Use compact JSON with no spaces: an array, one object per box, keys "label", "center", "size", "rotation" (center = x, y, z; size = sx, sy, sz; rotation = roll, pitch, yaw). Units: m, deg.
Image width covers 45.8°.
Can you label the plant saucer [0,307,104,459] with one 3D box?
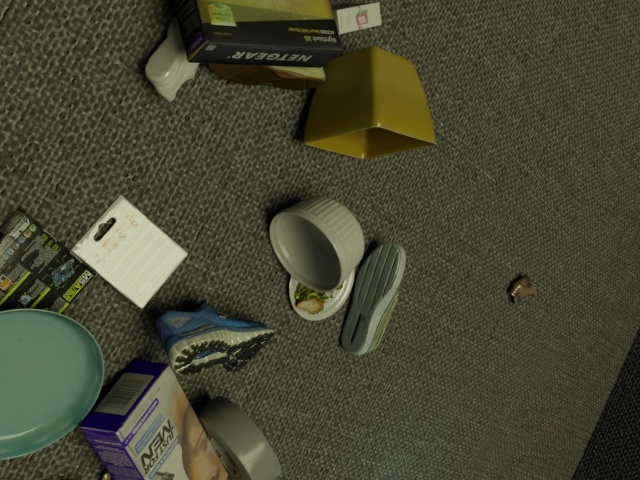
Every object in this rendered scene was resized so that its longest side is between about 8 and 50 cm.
[{"label":"plant saucer","center":[-0.547,0.249,1.340],"size":[0.317,0.044,0.317],"rotation":[-16,123,-26]}]

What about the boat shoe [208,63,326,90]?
[{"label":"boat shoe","center":[-0.108,-0.365,1.518],"size":[0.285,0.104,0.089],"rotation":[1,80,-48]}]

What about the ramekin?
[{"label":"ramekin","center":[0.000,0.000,1.651],"size":[0.109,0.207,0.207],"rotation":[-39,126,-35]}]

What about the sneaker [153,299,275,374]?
[{"label":"sneaker","center":[-0.216,0.183,1.570],"size":[0.130,0.147,0.330],"rotation":[-46,155,14]}]

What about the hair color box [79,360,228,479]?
[{"label":"hair color box","center":[-0.326,0.431,1.537],"size":[0.185,0.110,0.339],"rotation":[-57,138,-45]}]

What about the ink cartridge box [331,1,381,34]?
[{"label":"ink cartridge box","center":[0.057,-0.474,1.618],"size":[0.122,0.088,0.052],"rotation":[-21,114,-34]}]

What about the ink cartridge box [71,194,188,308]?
[{"label":"ink cartridge box","center":[-0.370,0.023,1.467],"size":[0.179,0.045,0.145],"rotation":[44,75,-21]}]

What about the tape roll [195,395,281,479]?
[{"label":"tape roll","center":[-0.182,0.442,1.625],"size":[0.072,0.219,0.219],"rotation":[-36,124,-28]}]

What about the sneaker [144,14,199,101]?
[{"label":"sneaker","center":[-0.248,-0.356,1.423],"size":[0.212,0.080,0.094],"rotation":[-57,155,-19]}]

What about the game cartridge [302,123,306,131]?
[{"label":"game cartridge","center":[0.000,-0.257,1.689],"size":[0.083,0.017,0.056],"rotation":[-49,125,-17]}]

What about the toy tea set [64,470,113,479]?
[{"label":"toy tea set","center":[-0.490,0.566,1.470],"size":[0.336,0.124,0.200],"rotation":[10,98,-41]}]

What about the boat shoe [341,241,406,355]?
[{"label":"boat shoe","center":[0.139,0.143,1.891],"size":[0.094,0.109,0.302],"rotation":[6,109,-56]}]

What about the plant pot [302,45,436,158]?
[{"label":"plant pot","center":[0.105,-0.298,1.637],"size":[0.212,0.212,0.187],"rotation":[6,81,-47]}]

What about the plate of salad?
[{"label":"plate of salad","center":[0.012,0.097,1.791],"size":[0.200,0.048,0.200],"rotation":[-13,111,-36]}]

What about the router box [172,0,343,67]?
[{"label":"router box","center":[-0.125,-0.452,1.407],"size":[0.309,0.081,0.243],"rotation":[-9,79,-39]}]

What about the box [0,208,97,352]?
[{"label":"box","center":[-0.526,0.073,1.338],"size":[0.190,0.045,0.184],"rotation":[-52,133,-15]}]

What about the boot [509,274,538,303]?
[{"label":"boot","center":[0.620,0.162,2.330],"size":[0.087,0.042,0.118],"rotation":[-46,127,-12]}]
